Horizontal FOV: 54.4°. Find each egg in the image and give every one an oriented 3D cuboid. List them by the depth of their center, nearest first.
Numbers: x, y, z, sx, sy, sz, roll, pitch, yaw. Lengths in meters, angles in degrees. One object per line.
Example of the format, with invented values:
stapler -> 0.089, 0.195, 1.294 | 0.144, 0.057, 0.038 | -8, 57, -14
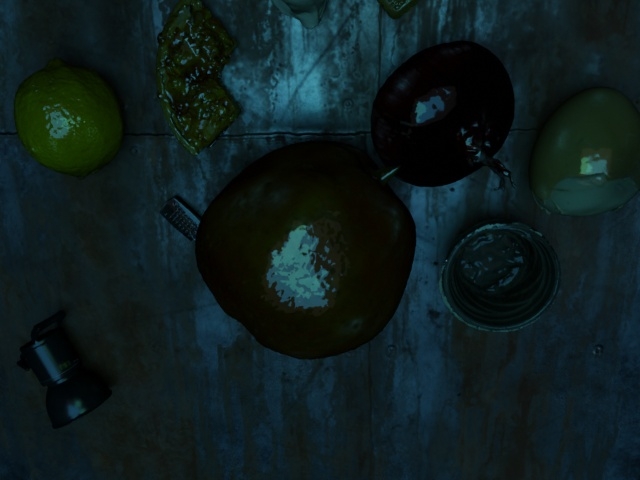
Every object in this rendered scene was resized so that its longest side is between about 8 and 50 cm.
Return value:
egg -> 0.490, -0.157, 1.137 | 0.201, 0.201, 0.244 | 8, 99, 0

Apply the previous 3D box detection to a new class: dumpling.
dumpling -> -0.047, -0.472, 1.109 | 0.127, 0.108, 0.187 | 13, 130, 23

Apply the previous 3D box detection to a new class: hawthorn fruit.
hawthorn fruit -> 0.000, 0.000, 1.124 | 0.404, 0.402, 0.402 | 1, 110, 3

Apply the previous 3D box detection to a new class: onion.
onion -> 0.232, -0.203, 1.099 | 0.273, 0.285, 0.273 | -17, 137, -17

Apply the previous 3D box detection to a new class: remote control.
remote control -> -0.248, -0.009, 1.327 | 0.212, 0.028, 0.059 | 44, 110, -12

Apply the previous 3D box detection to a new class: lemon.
lemon -> -0.470, -0.225, 1.174 | 0.193, 0.192, 0.230 | -3, 110, 5

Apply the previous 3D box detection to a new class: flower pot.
flower pot -> 0.349, 0.055, 1.253 | 0.236, 0.140, 0.235 | 1, 109, 2

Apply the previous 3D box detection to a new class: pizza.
pizza -> -0.235, -0.309, 1.185 | 0.162, 0.085, 0.305 | 2, 112, 2

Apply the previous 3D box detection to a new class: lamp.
lamp -> -0.600, 0.290, 1.414 | 0.172, 0.147, 0.227 | -21, 100, 35

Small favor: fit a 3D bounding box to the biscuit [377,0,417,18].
biscuit -> 0.179, -0.534, 1.094 | 0.255, 0.029, 0.172 | -39, 111, 16
